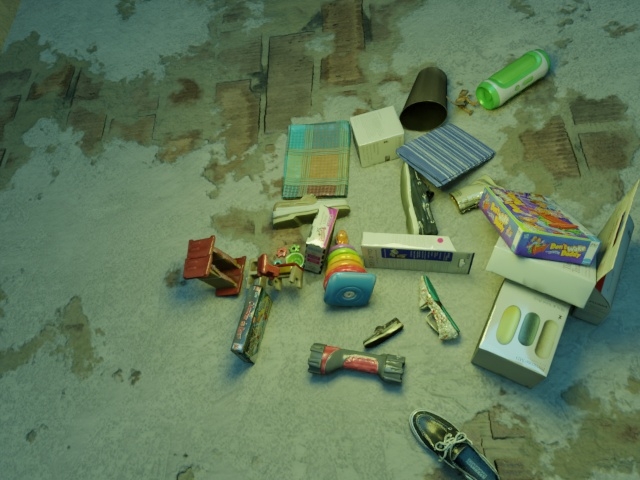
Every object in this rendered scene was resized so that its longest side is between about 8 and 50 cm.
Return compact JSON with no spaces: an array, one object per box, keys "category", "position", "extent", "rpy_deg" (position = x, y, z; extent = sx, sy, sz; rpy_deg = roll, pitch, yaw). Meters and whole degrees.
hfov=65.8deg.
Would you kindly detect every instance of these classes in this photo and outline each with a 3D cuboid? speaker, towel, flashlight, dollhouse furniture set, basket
[{"category":"speaker","position":[0.780,-0.654,2.006],"extent":[0.296,0.131,0.131],"rpy_deg":[-34,63,-8]},{"category":"towel","position":[0.477,-0.331,1.891],"extent":[0.336,0.040,0.243],"rpy_deg":[-29,58,-30]},{"category":"flashlight","position":[0.114,0.403,1.596],"extent":[0.304,0.103,0.103],"rpy_deg":[8,91,13]},{"category":"dollhouse furniture set","position":[-0.263,0.080,1.719],"extent":[0.374,0.201,0.152],"rpy_deg":[-8,62,25]},{"category":"basket","position":[0.435,-0.582,2.016],"extent":[0.204,0.154,0.227],"rpy_deg":[-15,47,42]},{"category":"towel","position":[-0.015,-0.335,2.030],"extent":[0.271,0.040,0.370],"rpy_deg":[-1,63,10]}]

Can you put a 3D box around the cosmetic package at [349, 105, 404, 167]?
[{"category":"cosmetic package","position":[0.227,-0.410,1.962],"extent":[0.183,0.151,0.151],"rpy_deg":[-15,62,3]}]

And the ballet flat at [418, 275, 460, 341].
[{"category":"ballet flat","position":[0.375,0.228,1.652],"extent":[0.077,0.091,0.241],"rpy_deg":[-36,57,16]}]

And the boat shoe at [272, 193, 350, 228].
[{"category":"boat shoe","position":[-0.040,-0.126,1.885],"extent":[0.302,0.113,0.103],"rpy_deg":[-9,68,6]}]

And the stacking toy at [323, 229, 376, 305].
[{"category":"stacking toy","position":[0.084,0.073,1.750],"extent":[0.165,0.175,0.302],"rpy_deg":[3,47,-10]}]

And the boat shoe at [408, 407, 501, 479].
[{"category":"boat shoe","position":[0.386,0.606,1.440],"extent":[0.113,0.105,0.306],"rpy_deg":[-41,64,-11]}]

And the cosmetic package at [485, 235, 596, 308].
[{"category":"cosmetic package","position":[0.705,0.042,1.560],"extent":[0.284,0.097,0.377],"rpy_deg":[21,28,20]}]

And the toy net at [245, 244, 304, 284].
[{"category":"toy net","position":[-0.175,0.089,1.836],"extent":[0.232,0.045,0.122],"rpy_deg":[-20,62,0]}]

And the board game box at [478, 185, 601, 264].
[{"category":"board game box","position":[0.662,-0.055,1.536],"extent":[0.233,0.078,0.347],"rpy_deg":[8,27,-5]}]

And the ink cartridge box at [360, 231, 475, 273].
[{"category":"ink cartridge box","position":[0.329,0.045,1.697],"extent":[0.371,0.176,0.069],"rpy_deg":[5,64,12]}]

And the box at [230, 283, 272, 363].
[{"category":"box","position":[-0.230,0.285,1.681],"extent":[0.044,0.159,0.233],"rpy_deg":[8,64,14]}]

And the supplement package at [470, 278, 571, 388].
[{"category":"supplement package","position":[0.611,0.277,1.516],"extent":[0.199,0.198,0.263],"rpy_deg":[22,69,19]}]

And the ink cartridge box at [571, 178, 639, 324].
[{"category":"ink cartridge box","position":[0.883,0.048,1.480],"extent":[0.091,0.385,0.308],"rpy_deg":[22,69,20]}]

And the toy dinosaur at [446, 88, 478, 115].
[{"category":"toy dinosaur","position":[0.573,-0.560,2.013],"extent":[0.112,0.064,0.211],"rpy_deg":[31,37,10]}]

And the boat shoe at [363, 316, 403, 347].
[{"category":"boat shoe","position":[0.204,0.309,1.657],"extent":[0.152,0.056,0.049],"rpy_deg":[-25,56,-14]}]

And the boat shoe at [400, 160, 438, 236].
[{"category":"boat shoe","position":[0.366,-0.152,1.823],"extent":[0.113,0.127,0.340],"rpy_deg":[-2,55,-2]}]

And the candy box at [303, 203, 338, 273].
[{"category":"candy box","position":[0.000,0.000,1.740],"extent":[0.071,0.233,0.159],"rpy_deg":[17,66,4]}]

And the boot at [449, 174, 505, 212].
[{"category":"boot","position":[0.579,-0.144,1.787],"extent":[0.165,0.077,0.213],"rpy_deg":[-25,39,-2]}]
